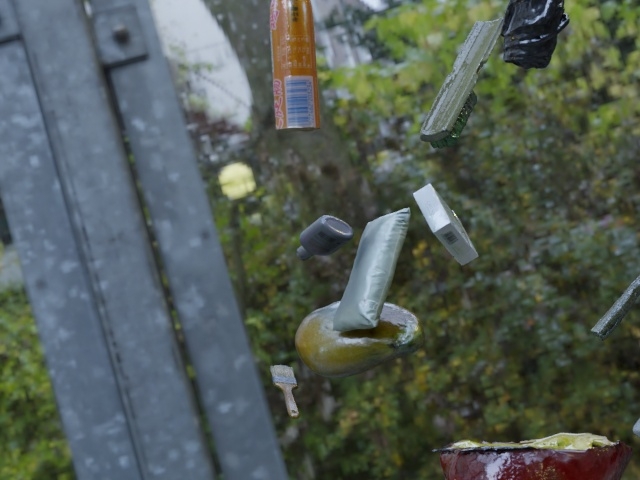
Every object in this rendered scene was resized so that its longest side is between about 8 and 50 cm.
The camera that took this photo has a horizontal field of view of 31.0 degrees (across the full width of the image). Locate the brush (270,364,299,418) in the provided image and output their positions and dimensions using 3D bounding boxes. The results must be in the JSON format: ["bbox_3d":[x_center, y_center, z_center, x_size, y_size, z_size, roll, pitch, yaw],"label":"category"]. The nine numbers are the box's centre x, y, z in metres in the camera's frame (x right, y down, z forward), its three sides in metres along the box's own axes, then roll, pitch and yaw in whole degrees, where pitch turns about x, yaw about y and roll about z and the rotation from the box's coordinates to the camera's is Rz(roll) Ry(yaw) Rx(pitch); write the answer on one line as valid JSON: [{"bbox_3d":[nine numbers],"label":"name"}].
[{"bbox_3d":[-0.054,0.250,1.908,0.043,0.014,0.170,8,19,-13],"label":"brush"}]

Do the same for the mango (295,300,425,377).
[{"bbox_3d":[0.083,0.195,2.359,0.316,0.146,0.193,-10,21,42],"label":"mango"}]

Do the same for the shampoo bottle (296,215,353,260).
[{"bbox_3d":[0.000,0.000,2.339,0.080,0.040,0.165,25,-29,-17],"label":"shampoo bottle"}]

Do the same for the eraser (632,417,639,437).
[{"bbox_3d":[0.619,0.313,1.648,0.352,0.061,0.089,27,58,34],"label":"eraser"}]

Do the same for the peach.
[{"bbox_3d":[0.397,0.462,2.115,0.362,0.201,0.258,-4,-6,0],"label":"peach"}]

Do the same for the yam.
[{"bbox_3d":[0.495,0.109,1.893,0.129,0.027,0.033,-49,7,-4],"label":"yam"}]

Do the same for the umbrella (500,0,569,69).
[{"bbox_3d":[0.306,-0.388,1.525,0.094,0.326,0.090,18,13,27],"label":"umbrella"}]

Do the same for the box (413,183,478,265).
[{"bbox_3d":[0.209,-0.024,1.913,0.040,0.084,0.154,-33,-32,10],"label":"box"}]

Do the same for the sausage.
[{"bbox_3d":[-0.054,-0.376,2.324,0.093,0.312,0.093,-4,0,0],"label":"sausage"}]

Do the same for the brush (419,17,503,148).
[{"bbox_3d":[0.222,-0.240,1.749,0.054,0.048,0.282,-2,45,35],"label":"brush"}]

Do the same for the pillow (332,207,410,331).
[{"bbox_3d":[0.098,0.059,2.267,0.078,0.254,0.144,24,-18,-19],"label":"pillow"}]
